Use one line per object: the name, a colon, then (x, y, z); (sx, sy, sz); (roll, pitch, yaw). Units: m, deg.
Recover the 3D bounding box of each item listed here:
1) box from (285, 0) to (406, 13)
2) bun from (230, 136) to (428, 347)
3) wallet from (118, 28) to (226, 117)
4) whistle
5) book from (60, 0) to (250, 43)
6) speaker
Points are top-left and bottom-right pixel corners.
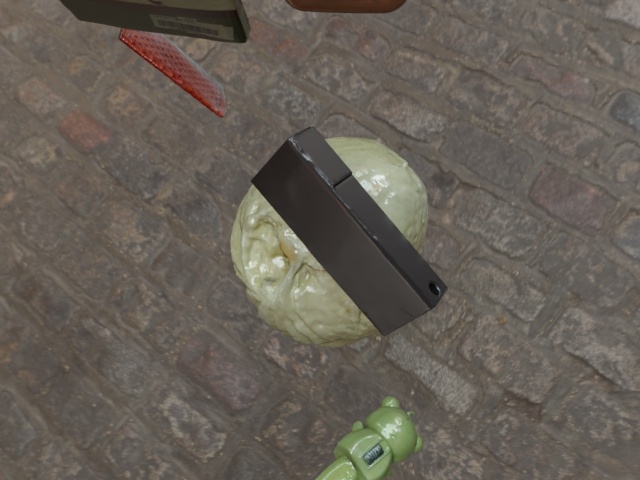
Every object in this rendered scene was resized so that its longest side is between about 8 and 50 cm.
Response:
box: (0.043, -0.570, 0.938); (0.239, 0.339, 0.229); (1, 45, -1)
bun: (0.000, 0.000, 0.934); (0.352, 0.227, 0.349); (-23, 80, 34)
wallet: (-0.228, -0.278, 0.913); (0.020, 0.196, 0.103); (-37, 39, 21)
whistle: (0.076, 0.353, 0.952); (0.227, 0.085, 0.105); (-31, 82, -26)
book: (-0.176, -0.246, 0.504); (0.201, 0.289, 0.026); (9, 87, 0)
speaker: (0.030, -0.008, 0.597); (0.218, 0.082, 0.044); (49, 41, 0)
